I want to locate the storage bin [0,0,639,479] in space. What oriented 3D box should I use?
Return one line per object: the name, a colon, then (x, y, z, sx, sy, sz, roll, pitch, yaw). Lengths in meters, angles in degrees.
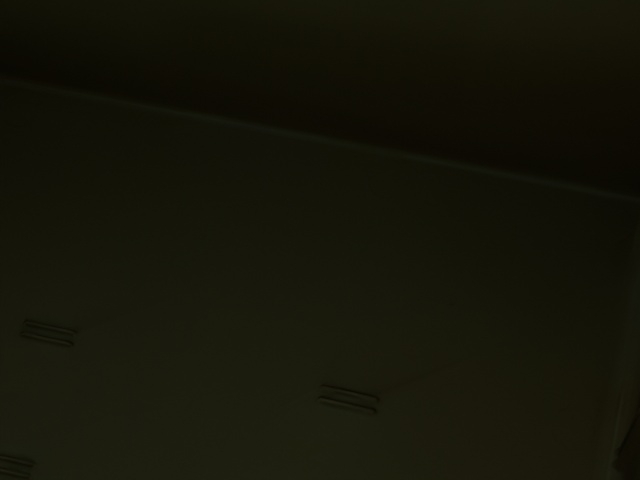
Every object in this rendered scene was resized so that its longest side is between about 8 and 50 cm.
storage bin: (-0.048, 0.053, 0.324, 0.123, 0.260, 0.262, 75, 28, -69)
